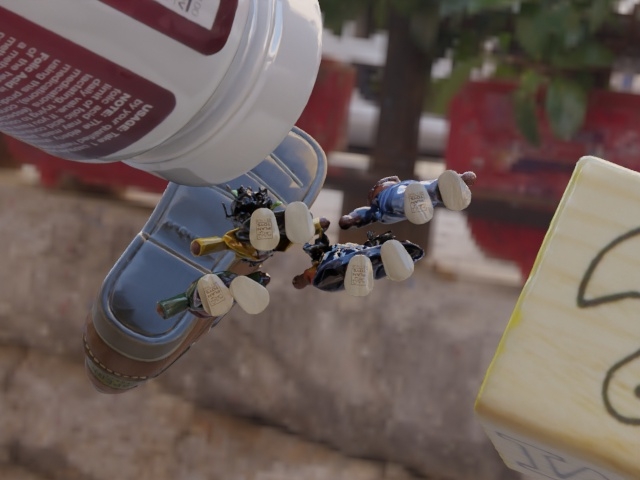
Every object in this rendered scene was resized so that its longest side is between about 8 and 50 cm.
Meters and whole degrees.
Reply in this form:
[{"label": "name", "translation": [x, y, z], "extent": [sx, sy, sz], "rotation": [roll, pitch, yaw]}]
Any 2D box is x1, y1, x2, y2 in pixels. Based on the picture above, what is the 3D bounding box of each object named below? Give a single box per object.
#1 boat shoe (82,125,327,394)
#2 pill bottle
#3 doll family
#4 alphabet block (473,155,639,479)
[{"label": "boat shoe", "translation": [-0.106, 0.009, 1.517], "extent": [0.111, 0.104, 0.307], "rotation": [38, 48, 7]}, {"label": "pill bottle", "translation": [-0.189, -0.182, 1.184], "extent": [0.224, 0.224, 0.392], "rotation": [12, -9, 41]}, {"label": "doll family", "translation": [0.000, 0.000, 1.007], "extent": [0.193, 0.076, 0.111], "rotation": [-7, -3, -11]}, {"label": "alphabet block", "translation": [0.235, 0.084, 1.171], "extent": [0.197, 0.192, 0.193], "rotation": [20, -14, 18]}]
